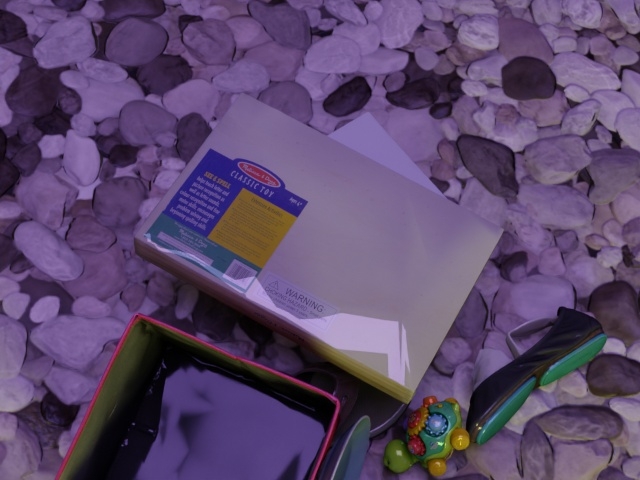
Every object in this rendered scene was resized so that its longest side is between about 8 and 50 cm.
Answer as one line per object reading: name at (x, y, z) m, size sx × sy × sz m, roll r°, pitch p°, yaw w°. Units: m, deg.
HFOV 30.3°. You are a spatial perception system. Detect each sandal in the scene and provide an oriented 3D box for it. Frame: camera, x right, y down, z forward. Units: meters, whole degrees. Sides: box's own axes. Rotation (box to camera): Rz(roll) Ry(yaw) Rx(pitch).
sandal at (-0.007, 0.217, 1.554) m, size 0.303 × 0.086 × 0.120 m, roll -18°, pitch 65°, yaw -17°

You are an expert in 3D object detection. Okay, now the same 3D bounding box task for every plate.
plate at (0.019, 0.301, 1.456) m, size 0.024 × 0.188 × 0.188 m, roll 16°, pitch 60°, yaw 15°

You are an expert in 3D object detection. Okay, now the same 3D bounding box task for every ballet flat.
ballet flat at (0.272, 0.177, 1.619) m, size 0.280 × 0.095 × 0.096 m, roll -30°, pitch 58°, yaw -32°

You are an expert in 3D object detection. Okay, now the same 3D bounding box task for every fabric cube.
fabric cube at (-0.136, 0.261, 1.379) m, size 0.259 × 0.258 × 0.254 m, roll 23°, pitch 79°, yaw 6°

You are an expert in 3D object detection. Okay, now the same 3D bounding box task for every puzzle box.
puzzle box at (0.000, 0.000, 1.540) m, size 0.409 × 0.052 × 0.272 m, roll 29°, pitch 63°, yaw 9°

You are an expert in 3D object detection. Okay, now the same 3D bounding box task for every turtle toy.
turtle toy at (0.136, 0.257, 1.545) m, size 0.066 × 0.130 × 0.095 m, roll 32°, pitch 19°, yaw -18°

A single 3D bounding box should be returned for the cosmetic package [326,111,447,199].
cosmetic package at (0.044, -0.019, 1.664) m, size 0.224 × 0.138 × 0.224 m, roll -32°, pitch 68°, yaw -22°
